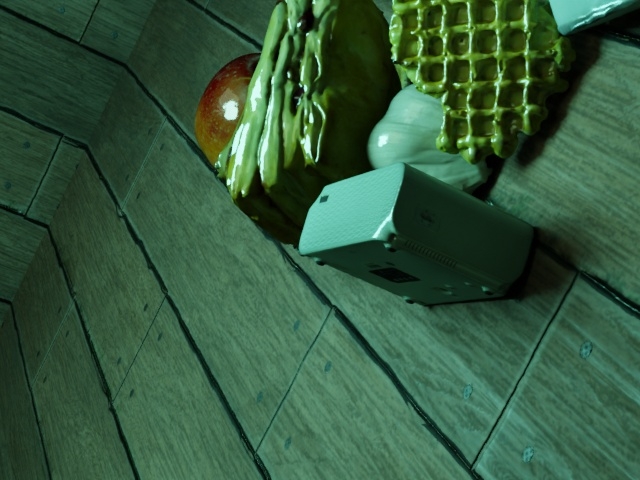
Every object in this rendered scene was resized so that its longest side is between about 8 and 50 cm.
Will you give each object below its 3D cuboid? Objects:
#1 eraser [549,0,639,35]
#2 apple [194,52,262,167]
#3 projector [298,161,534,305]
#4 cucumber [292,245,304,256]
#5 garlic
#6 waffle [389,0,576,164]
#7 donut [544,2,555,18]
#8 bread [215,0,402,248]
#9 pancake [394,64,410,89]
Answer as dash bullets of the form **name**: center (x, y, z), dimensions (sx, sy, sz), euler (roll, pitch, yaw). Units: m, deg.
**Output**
- **eraser**: center (0.312, -0.403, 1.510), dimensions (0.189, 0.104, 0.290), euler (-12, 98, 63)
- **apple**: center (-0.109, -0.214, 2.277), dimensions (0.201, 0.218, 0.218), euler (-52, 26, 44)
- **projector**: center (0.115, 0.002, 1.626), dimensions (0.250, 0.198, 0.108), euler (-14, 56, 62)
- **cucumber**: center (-0.002, -0.001, 2.078), dimensions (0.135, 0.034, 0.033), euler (-24, 43, 57)
- **garlic**: center (0.144, -0.134, 1.763), dimensions (0.178, 0.142, 0.230), euler (-10, 58, 61)
- **waffle**: center (0.192, -0.236, 1.655), dimensions (0.249, 0.253, 0.056), euler (-59, -13, 15)
- **donut**: center (0.246, -0.345, 1.770), dimensions (0.253, 0.118, 0.254), euler (-46, 28, 35)
- **bread**: center (0.024, -0.177, 1.891), dimensions (0.191, 0.314, 0.370), euler (13, 78, 31)
- **pancake**: center (0.094, -0.225, 2.086), dimensions (0.158, 0.028, 0.158), euler (-41, 37, 41)
